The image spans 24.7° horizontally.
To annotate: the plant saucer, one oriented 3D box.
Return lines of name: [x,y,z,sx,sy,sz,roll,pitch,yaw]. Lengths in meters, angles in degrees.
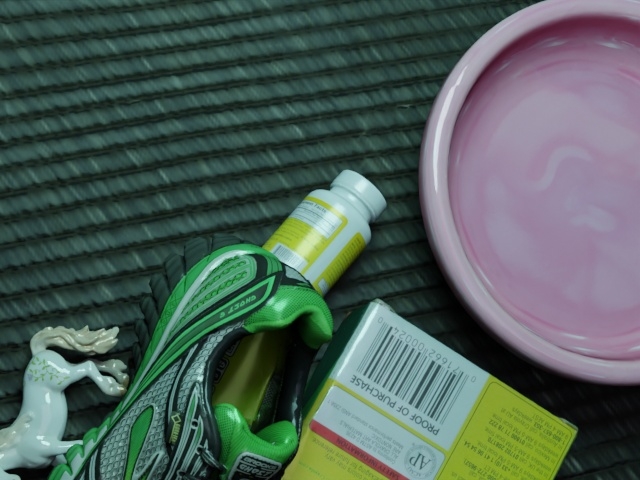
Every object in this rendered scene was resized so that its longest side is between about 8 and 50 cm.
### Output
plant saucer: [0.236,-0.040,1.243,0.332,0.084,0.332,2,80,-13]

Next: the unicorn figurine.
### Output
unicorn figurine: [-0.207,0.141,1.117,0.111,0.060,0.162,11,62,-12]

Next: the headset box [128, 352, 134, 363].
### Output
headset box: [-0.108,0.082,1.160,0.062,0.032,0.083,32,75,-7]

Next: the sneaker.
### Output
sneaker: [-0.102,0.166,1.057,0.134,0.146,0.343,21,90,-35]

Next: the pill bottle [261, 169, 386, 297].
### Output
pill bottle: [0.000,0.000,1.185,0.065,0.065,0.116,43,73,-4]

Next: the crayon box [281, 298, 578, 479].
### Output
crayon box: [0.038,0.234,1.145,0.202,0.081,0.318,33,73,-7]
